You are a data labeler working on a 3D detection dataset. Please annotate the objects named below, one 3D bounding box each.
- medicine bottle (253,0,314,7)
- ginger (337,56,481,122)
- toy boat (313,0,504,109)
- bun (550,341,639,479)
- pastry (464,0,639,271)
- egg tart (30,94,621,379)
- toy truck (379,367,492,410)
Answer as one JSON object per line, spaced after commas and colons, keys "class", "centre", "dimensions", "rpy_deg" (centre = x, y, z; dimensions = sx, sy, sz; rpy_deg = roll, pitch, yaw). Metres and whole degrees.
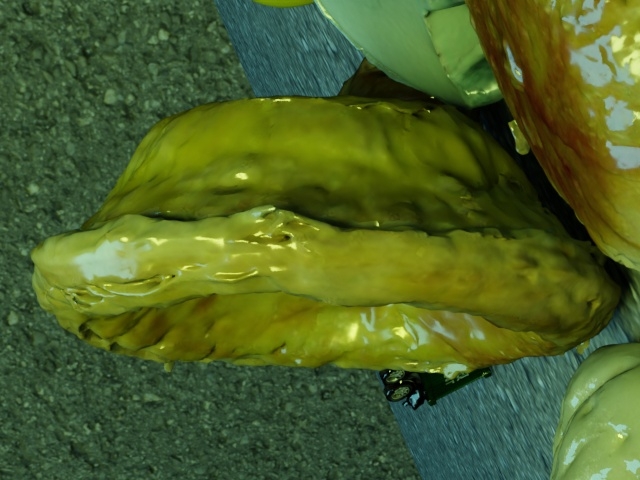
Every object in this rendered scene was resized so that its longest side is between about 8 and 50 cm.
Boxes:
{"class": "medicine bottle", "centre": [-0.035, -0.279, 0.972], "dimensions": [0.122, 0.122, 0.212], "rpy_deg": [61, 173, 34]}
{"class": "ginger", "centre": [0.070, -0.060, 1.099], "dimensions": [0.309, 0.107, 0.133], "rpy_deg": [78, 179, -55]}
{"class": "toy boat", "centre": [0.063, -0.168, 0.903], "dimensions": [0.208, 0.079, 0.134], "rpy_deg": [39, 164, 53]}
{"class": "bun", "centre": [0.197, 0.154, 0.865], "dimensions": [0.183, 0.102, 0.183], "rpy_deg": [157, 90, -84]}
{"class": "pastry", "centre": [0.118, -0.084, 0.547], "dimensions": [0.192, 0.093, 0.182], "rpy_deg": [65, 177, -18]}
{"class": "egg tart", "centre": [0.000, 0.000, 0.895], "dimensions": [0.388, 0.388, 0.169], "rpy_deg": [98, 173, -81]}
{"class": "toy truck", "centre": [0.095, 0.073, 1.387], "dimensions": [0.259, 0.121, 0.088], "rpy_deg": [71, 173, -54]}
